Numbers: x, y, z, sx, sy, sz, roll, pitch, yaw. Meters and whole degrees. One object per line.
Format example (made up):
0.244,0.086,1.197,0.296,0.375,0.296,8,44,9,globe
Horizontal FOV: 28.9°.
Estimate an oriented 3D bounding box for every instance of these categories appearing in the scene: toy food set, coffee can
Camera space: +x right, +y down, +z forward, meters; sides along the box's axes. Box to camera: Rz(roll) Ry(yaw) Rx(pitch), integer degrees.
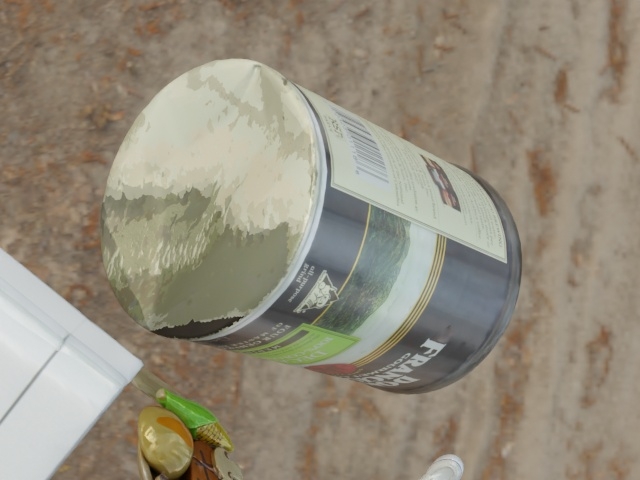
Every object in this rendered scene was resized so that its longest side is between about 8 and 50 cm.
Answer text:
-0.090,0.177,0.930,0.132,0.038,0.192,42,23,-35,toy food set
0.000,0.000,0.951,0.275,0.201,0.201,21,73,-50,coffee can

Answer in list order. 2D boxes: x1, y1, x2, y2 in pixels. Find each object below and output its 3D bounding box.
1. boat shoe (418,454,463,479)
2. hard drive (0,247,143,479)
0.123,0.278,1.394,0.035,0.100,0.035,45,34,0,boat shoe
-0.291,0.033,0.592,0.353,0.233,0.047,39,20,-2,hard drive
